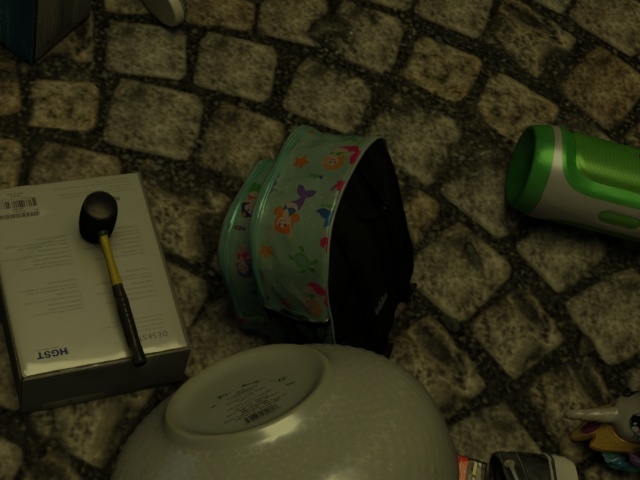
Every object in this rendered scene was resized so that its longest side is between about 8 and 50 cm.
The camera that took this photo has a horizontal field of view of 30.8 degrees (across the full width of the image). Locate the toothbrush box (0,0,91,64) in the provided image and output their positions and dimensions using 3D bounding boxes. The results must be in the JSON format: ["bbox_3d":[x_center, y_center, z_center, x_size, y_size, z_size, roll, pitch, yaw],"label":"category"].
[{"bbox_3d":[-0.429,-0.396,1.434,0.295,0.216,0.126,36,55,7],"label":"toothbrush box"}]

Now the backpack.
[{"bbox_3d":[0.000,0.000,1.283,0.191,0.254,0.225,14,54,18],"label":"backpack"}]

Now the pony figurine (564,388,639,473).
[{"bbox_3d":[0.501,0.163,1.303,0.350,0.363,0.303,16,46,-24],"label":"pony figurine"}]

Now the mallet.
[{"bbox_3d":[-0.216,0.044,1.219,0.039,0.062,0.190,-12,77,-21],"label":"mallet"}]

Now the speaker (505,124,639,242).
[{"bbox_3d":[0.399,-0.062,1.511,0.296,0.131,0.131,14,56,-7],"label":"speaker"}]

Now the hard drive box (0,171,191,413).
[{"bbox_3d":[-0.261,0.052,1.271,0.181,0.089,0.232,-8,61,-20],"label":"hard drive box"}]

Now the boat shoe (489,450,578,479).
[{"bbox_3d":[0.218,0.355,1.204,0.102,0.108,0.301,10,54,-9],"label":"boat shoe"}]

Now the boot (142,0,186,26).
[{"bbox_3d":[-0.215,-0.372,1.567,0.086,0.069,0.190,-28,68,-26],"label":"boot"}]

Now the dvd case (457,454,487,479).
[{"bbox_3d":[0.120,0.272,1.275,0.119,0.013,0.087,15,67,-8],"label":"dvd case"}]

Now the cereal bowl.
[{"bbox_3d":[-0.048,0.196,1.094,0.338,0.141,0.339,-14,21,6],"label":"cereal bowl"}]
